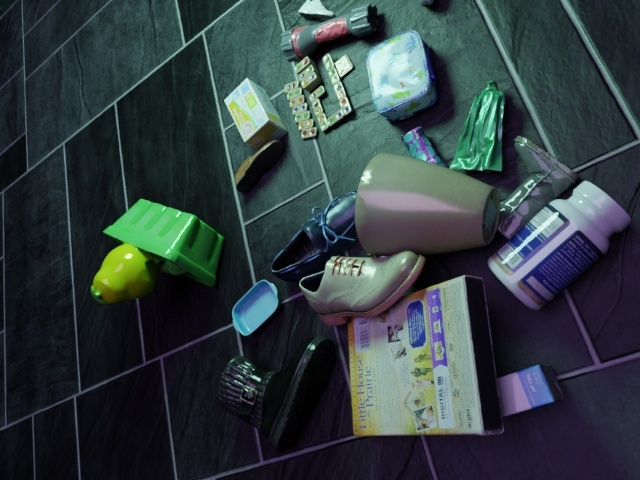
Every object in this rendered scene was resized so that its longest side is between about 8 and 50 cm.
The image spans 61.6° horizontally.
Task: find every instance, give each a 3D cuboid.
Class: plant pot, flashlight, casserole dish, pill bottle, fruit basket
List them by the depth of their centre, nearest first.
[{"bbox_3d":[0.500,0.010,1.131,0.265,0.153,0.153,-46,58,16],"label":"pill bottle"},{"bbox_3d":[0.263,-0.072,1.248,0.274,0.256,0.257,9,83,33],"label":"plant pot"},{"bbox_3d":[-0.188,0.203,1.610,0.188,0.037,0.114,-45,58,17],"label":"casserole dish"},{"bbox_3d":[0.024,-0.631,1.642,0.304,0.103,0.103,-5,102,32],"label":"flashlight"},{"bbox_3d":[-0.545,0.072,1.725,0.392,0.283,0.392,-14,57,23],"label":"fruit basket"}]

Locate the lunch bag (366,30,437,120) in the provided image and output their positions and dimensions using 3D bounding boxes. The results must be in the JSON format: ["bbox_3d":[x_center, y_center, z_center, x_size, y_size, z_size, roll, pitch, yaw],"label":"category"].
[{"bbox_3d":[0.225,-0.446,1.466,0.176,0.090,0.219,-18,69,30],"label":"lunch bag"}]

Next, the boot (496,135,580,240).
[{"bbox_3d":[0.462,-0.115,1.246,0.208,0.076,0.190,-53,54,20],"label":"boot"}]

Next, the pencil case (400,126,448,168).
[{"bbox_3d":[0.270,-0.222,1.392,0.064,0.070,0.152,-26,64,-1],"label":"pencil case"}]

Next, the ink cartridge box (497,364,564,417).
[{"bbox_3d":[0.380,0.335,1.139,0.231,0.134,0.078,-27,66,25],"label":"ink cartridge box"}]

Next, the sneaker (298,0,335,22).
[{"bbox_3d":[-0.007,-0.739,1.717,0.152,0.053,0.061,30,92,36],"label":"sneaker"}]

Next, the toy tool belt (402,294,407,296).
[{"bbox_3d":[0.192,0.171,1.355,0.051,0.052,0.083,18,100,35],"label":"toy tool belt"}]

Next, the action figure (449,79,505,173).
[{"bbox_3d":[0.405,-0.282,1.321,0.137,0.063,0.232,10,88,37],"label":"action figure"}]

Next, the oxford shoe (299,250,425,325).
[{"bbox_3d":[0.082,0.101,1.302,0.397,0.146,0.140,-32,18,46],"label":"oxford shoe"}]

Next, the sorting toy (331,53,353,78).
[{"bbox_3d":[0.062,-0.539,1.645,0.062,0.012,0.083,-36,63,23],"label":"sorting toy"}]

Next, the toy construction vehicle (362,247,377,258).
[{"bbox_3d":[0.163,0.019,1.430,0.086,0.035,0.098,-35,63,9],"label":"toy construction vehicle"}]

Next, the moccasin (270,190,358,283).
[{"bbox_3d":[0.000,0.000,1.486,0.342,0.117,0.138,-49,57,14],"label":"moccasin"}]

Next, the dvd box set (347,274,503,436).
[{"bbox_3d":[0.207,0.277,1.201,0.420,0.062,0.308,-31,55,53],"label":"dvd box set"}]

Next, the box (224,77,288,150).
[{"bbox_3d":[-0.209,-0.402,1.734,0.114,0.103,0.203,-39,60,19],"label":"box"}]

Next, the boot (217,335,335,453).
[{"bbox_3d":[-0.132,0.370,1.473,0.260,0.131,0.348,29,95,35],"label":"boot"}]

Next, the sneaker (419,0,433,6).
[{"bbox_3d":[0.309,-0.797,1.493,0.129,0.111,0.297,-2,78,27],"label":"sneaker"}]

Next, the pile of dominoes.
[{"bbox_3d":[-0.023,-0.445,1.653,0.196,0.040,0.251,-32,62,28],"label":"pile of dominoes"}]

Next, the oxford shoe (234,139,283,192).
[{"bbox_3d":[-0.206,-0.253,1.717,0.212,0.076,0.076,-42,48,18],"label":"oxford shoe"}]
